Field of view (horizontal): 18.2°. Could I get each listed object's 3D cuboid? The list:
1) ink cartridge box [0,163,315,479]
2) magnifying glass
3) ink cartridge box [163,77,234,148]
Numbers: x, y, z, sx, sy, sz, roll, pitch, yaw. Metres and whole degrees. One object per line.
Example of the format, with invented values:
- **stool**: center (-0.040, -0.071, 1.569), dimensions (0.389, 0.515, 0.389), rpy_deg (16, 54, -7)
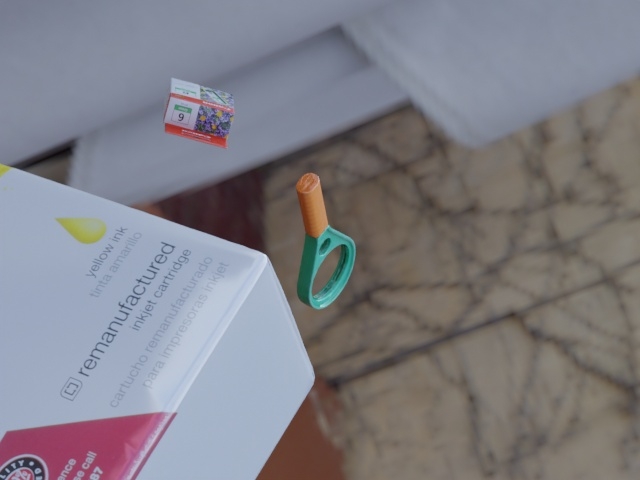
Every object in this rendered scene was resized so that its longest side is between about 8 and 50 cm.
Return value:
- **ink cartridge box**: center (-0.244, 0.100, 1.363), dimensions (0.279, 0.384, 0.160), rpy_deg (-59, 152, -25)
- **magnifying glass**: center (0.000, 0.000, 2.271), dimensions (0.092, 0.026, 0.231), rpy_deg (-50, 152, -23)
- **ink cartridge box**: center (-0.112, -0.118, 1.846), dimensions (0.115, 0.062, 0.029), rpy_deg (-103, -152, -73)
